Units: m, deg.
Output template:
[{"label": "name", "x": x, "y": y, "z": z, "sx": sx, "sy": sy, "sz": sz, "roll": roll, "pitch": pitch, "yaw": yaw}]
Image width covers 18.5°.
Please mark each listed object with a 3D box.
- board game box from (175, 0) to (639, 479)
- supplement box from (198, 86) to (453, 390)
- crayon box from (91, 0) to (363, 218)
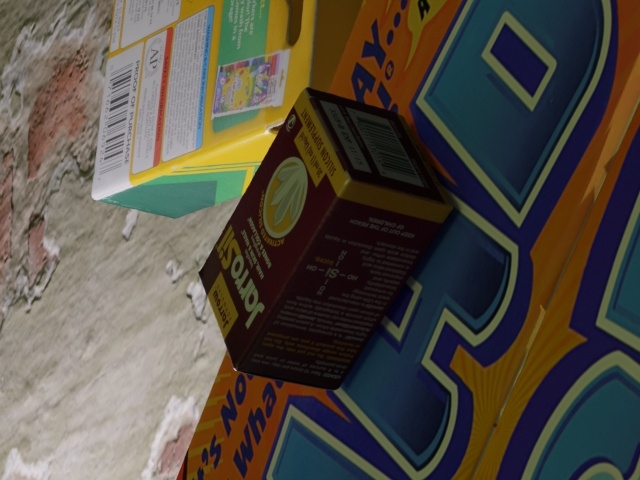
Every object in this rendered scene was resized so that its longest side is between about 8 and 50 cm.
[{"label": "board game box", "x": 0.201, "y": 0.091, "z": 0.681, "sx": 0.356, "sy": 0.356, "sz": 0.356, "roll": 44, "pitch": 116, "yaw": 56}, {"label": "supplement box", "x": 0.000, "y": 0.000, "z": 0.655, "sx": 0.083, "sy": 0.043, "sz": 0.055, "roll": -60, "pitch": 34, "yaw": 27}, {"label": "crayon box", "x": -0.055, "y": -0.145, "z": 1.460, "sx": 0.323, "sy": 0.083, "sz": 0.203, "roll": -16, "pitch": 65, "yaw": 57}]
